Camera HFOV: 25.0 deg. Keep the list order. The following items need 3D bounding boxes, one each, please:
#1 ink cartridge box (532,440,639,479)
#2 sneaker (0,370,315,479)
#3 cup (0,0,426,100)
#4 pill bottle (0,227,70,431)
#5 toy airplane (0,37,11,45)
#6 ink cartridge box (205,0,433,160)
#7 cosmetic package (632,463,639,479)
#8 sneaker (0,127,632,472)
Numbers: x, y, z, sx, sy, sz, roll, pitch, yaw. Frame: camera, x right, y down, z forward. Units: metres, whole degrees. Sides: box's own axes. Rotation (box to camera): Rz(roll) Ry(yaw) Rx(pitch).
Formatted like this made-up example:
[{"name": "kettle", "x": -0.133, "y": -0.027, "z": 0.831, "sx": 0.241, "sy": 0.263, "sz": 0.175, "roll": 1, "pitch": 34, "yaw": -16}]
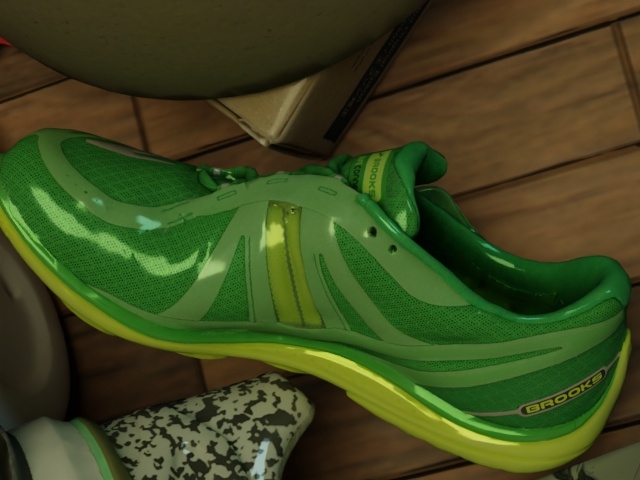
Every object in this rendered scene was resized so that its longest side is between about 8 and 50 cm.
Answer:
[{"name": "ink cartridge box", "x": 0.150, "y": 0.166, "z": 0.605, "sx": 0.208, "sy": 0.087, "sz": 0.153, "roll": -22, "pitch": 97, "yaw": 13}, {"name": "sneaker", "x": -0.002, "y": 0.240, "z": 0.644, "sx": 0.182, "sy": 0.158, "sz": 0.410, "roll": -24, "pitch": 94, "yaw": -17}, {"name": "cup", "x": -0.088, "y": -0.236, "z": 0.562, "sx": 0.331, "sy": 0.237, "sz": 0.331, "roll": -1, "pitch": 86, "yaw": 17}, {"name": "pill bottle", "x": -0.272, "y": 0.087, "z": 0.738, "sx": 0.264, "sy": 0.146, "sz": 0.146, "roll": -25, "pitch": 79, "yaw": 15}, {"name": "toy airplane", "x": -0.203, "y": -0.091, "z": 0.788, "sx": 0.151, "sy": 0.028, "sz": 0.151, "roll": -8, "pitch": 73, "yaw": 30}, {"name": "ink cartridge box", "x": -0.046, "y": -0.182, "z": 0.714, "sx": 0.235, "sy": 0.088, "sz": 0.193, "roll": 37, "pitch": 99, "yaw": 16}, {"name": "cosmetic package", "x": 0.307, "y": 0.160, "z": 0.384, "sx": 0.394, "sy": 0.329, "sz": 0.327, "roll": 20, "pitch": 92, "yaw": -8}, {"name": "sneaker", "x": 0.000, "y": 0.000, "z": 0.646, "sx": 0.296, "sy": 0.109, "sz": 0.123, "roll": 19, "pitch": 119, "yaw": -1}]
